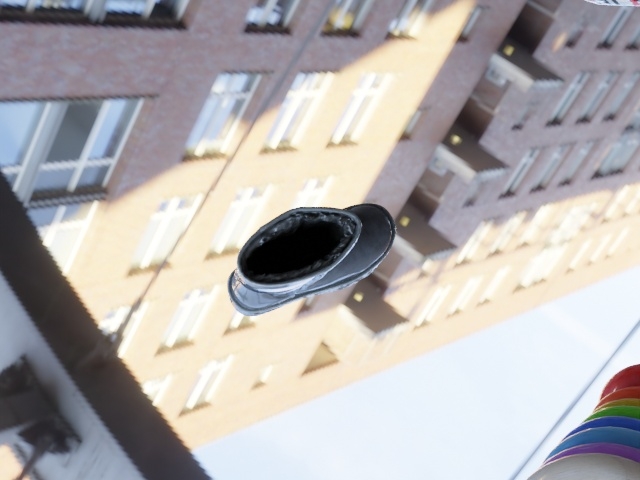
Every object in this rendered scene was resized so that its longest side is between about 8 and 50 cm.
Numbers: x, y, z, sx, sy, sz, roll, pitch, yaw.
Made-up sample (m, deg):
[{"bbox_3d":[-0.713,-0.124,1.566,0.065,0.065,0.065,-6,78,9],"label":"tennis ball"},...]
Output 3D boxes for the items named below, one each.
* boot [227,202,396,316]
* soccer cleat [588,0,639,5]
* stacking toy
[{"bbox_3d":[0.002,0.001,0.939,0.190,0.208,0.076,-31,-100,-16],"label":"boot"},{"bbox_3d":[0.286,-0.242,1.065,0.083,0.029,0.035,-3,-172,-18],"label":"soccer cleat"},{"bbox_3d":[0.245,0.183,0.881,0.141,0.141,0.330,35,-158,11],"label":"stacking toy"}]
